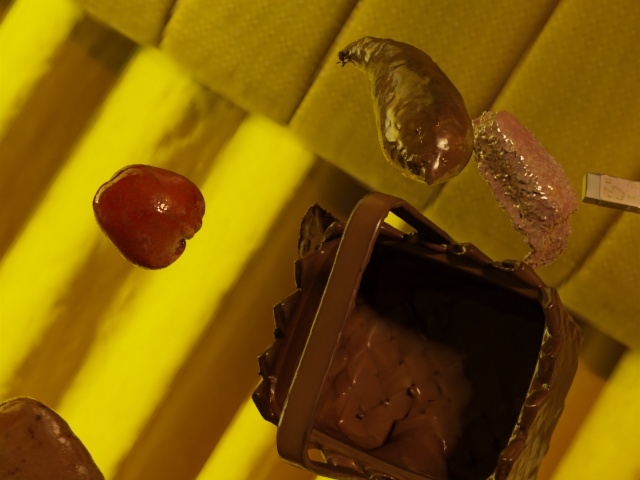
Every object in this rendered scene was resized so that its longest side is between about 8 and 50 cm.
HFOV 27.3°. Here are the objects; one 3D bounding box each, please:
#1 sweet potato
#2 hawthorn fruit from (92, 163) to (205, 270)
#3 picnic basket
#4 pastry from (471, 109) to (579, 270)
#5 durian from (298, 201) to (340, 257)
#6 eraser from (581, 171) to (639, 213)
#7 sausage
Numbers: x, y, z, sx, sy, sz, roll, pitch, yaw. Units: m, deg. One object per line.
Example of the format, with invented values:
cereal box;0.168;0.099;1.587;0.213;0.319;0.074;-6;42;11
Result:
sweet potato;0.119;-0.196;1.817;0.130;0.130;0.422;33;-161;-30
hawthorn fruit;-0.222;-0.038;1.701;0.138;0.132;0.133;31;177;-9
picnic basket;0.081;0.113;1.256;0.291;0.254;0.321;17;173;31
pastry;0.324;-0.090;2.063;0.112;0.103;0.265;-28;87;57
durian;0.002;-0.005;2.191;0.066;0.130;0.052;20;-148;21
eraser;0.358;-0.056;1.593;0.083;0.038;0.019;11;153;-3
sausage;-0.237;0.357;1.308;0.136;0.123;0.500;2;-136;-37
